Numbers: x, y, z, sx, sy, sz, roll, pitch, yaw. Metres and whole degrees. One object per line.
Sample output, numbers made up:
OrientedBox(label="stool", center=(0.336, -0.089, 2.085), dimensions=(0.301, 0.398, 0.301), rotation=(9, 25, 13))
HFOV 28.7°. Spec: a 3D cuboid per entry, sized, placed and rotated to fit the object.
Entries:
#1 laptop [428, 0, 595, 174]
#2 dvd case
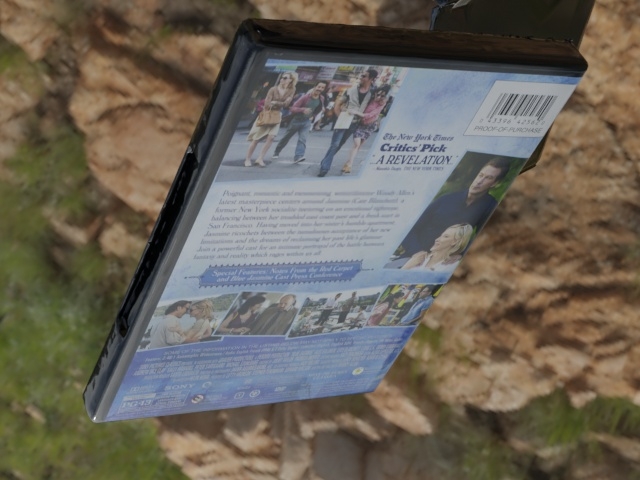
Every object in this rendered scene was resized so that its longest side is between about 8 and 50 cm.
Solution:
OrientedBox(label="laptop", center=(0.127, -0.266, 1.347), dimensions=(0.236, 0.382, 0.408), rotation=(-35, 83, 40))
OrientedBox(label="dvd case", center=(0.000, 0.000, 0.612), dimensions=(0.253, 0.180, 0.022), rotation=(-61, 43, 39))
